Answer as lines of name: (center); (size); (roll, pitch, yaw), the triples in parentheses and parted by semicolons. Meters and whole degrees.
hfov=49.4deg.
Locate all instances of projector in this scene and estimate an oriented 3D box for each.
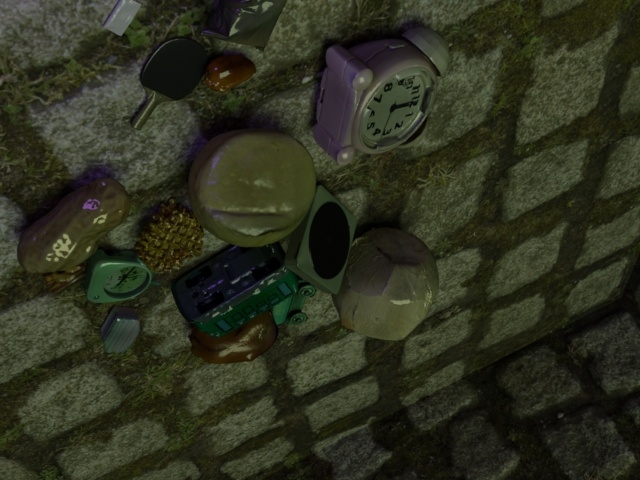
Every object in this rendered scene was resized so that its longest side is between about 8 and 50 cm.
projector: (0.000, 0.000, 2.061); (0.259, 0.079, 0.257); (39, 62, -51)

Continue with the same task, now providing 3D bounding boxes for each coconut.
coconut: (0.203, 0.160, 2.270); (0.346, 0.346, 0.360); (-6, 128, -30)

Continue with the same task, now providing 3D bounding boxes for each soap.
soap: (-0.593, 0.266, 2.059); (0.100, 0.056, 0.149); (12, 125, -40)

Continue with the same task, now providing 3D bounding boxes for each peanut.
peanut: (-0.582, -0.031, 1.657); (0.313, 0.152, 0.152); (-40, 142, 7)

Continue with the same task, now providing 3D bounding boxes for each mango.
mango: (-0.274, 0.294, 2.212); (0.287, 0.201, 0.152); (-11, 159, -9)
mango: (-0.207, -0.388, 1.593); (0.127, 0.063, 0.077); (-22, 137, -21)

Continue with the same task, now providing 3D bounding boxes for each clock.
clock: (-0.533, 0.096, 1.902); (0.211, 0.066, 0.159); (1, 132, -37)
clock: (0.163, -0.370, 1.787); (0.326, 0.184, 0.342); (-17, 146, -26)

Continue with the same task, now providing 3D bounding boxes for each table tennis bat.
table tennis bat: (-0.351, -0.349, 1.569); (0.138, 0.022, 0.246); (19, 119, -46)

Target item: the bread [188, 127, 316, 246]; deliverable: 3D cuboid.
bread: (-0.172, -0.132, 1.751); (0.321, 0.237, 0.320); (-2, 95, -28)

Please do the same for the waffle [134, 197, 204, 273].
waffle: (-0.394, 0.000, 1.854); (0.193, 0.070, 0.197); (-43, 139, -15)

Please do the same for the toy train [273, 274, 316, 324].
toy train: (-0.112, 0.188, 2.287); (0.159, 0.101, 0.248); (1, 132, -18)

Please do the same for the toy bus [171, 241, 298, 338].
toy bus: (-0.241, 0.139, 2.063); (0.344, 0.183, 0.199); (-30, 144, -1)

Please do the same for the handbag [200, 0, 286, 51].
handbag: (-0.142, -0.521, 1.446); (0.183, 0.117, 0.270); (-12, 140, -45)

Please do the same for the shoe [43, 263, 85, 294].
shoe: (-0.665, 0.091, 1.800); (0.109, 0.069, 0.072); (-38, -179, 25)

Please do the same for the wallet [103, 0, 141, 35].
wallet: (-0.403, -0.458, 1.416); (0.044, 0.011, 0.083); (20, 119, -47)
